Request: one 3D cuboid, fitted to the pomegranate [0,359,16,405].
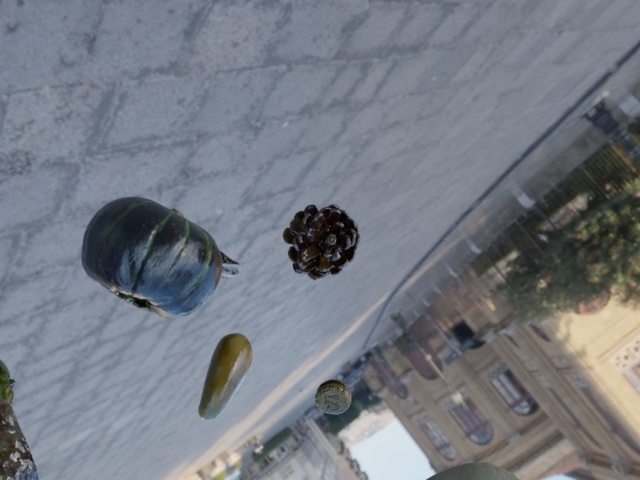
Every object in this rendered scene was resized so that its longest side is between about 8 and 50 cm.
[{"bbox_3d":[-0.716,0.317,1.292,0.191,0.152,0.131,-27,155,25],"label":"pomegranate"}]

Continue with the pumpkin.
[{"bbox_3d":[-0.387,0.037,1.463,0.241,0.323,0.323,-60,175,-15],"label":"pumpkin"}]

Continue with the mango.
[{"bbox_3d":[-0.239,0.340,1.579,0.136,0.099,0.228,112,1,-74],"label":"mango"}]

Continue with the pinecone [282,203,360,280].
[{"bbox_3d":[0.002,0.002,1.442,0.195,0.150,0.179,10,-107,64],"label":"pinecone"}]

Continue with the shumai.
[{"bbox_3d":[-0.566,0.384,1.017,0.185,0.184,0.218,-19,117,-35],"label":"shumai"}]

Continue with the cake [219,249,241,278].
[{"bbox_3d":[-0.350,0.054,1.690,0.135,0.246,0.112,-52,180,-25],"label":"cake"}]

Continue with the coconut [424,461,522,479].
[{"bbox_3d":[0.274,0.570,1.156,0.323,0.323,0.323,-36,169,-8],"label":"coconut"}]

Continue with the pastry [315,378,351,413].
[{"bbox_3d":[0.035,0.427,1.729,0.097,0.109,0.057,1,-157,7],"label":"pastry"}]
